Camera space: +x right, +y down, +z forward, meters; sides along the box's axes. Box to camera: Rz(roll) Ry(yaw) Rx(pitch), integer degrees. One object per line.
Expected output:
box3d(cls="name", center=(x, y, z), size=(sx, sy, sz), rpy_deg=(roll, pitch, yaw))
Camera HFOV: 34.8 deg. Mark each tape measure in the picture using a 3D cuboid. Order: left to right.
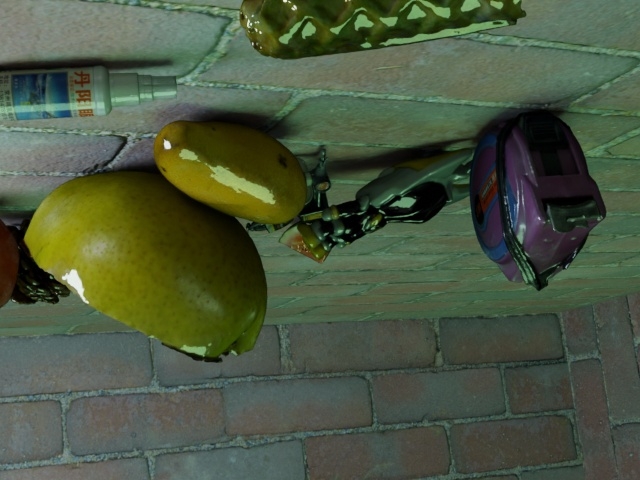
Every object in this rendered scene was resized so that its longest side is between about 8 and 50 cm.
box3d(cls="tape measure", center=(0.320, -0.058, 1.527), size=(0.149, 0.245, 0.231), rpy_deg=(-6, 152, -9))

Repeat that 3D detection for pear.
box3d(cls="pear", center=(-0.236, 0.004, 1.522), size=(0.386, 0.191, 0.340), rpy_deg=(30, -171, 18))

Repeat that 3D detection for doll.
box3d(cls="doll", center=(0.118, -0.060, 1.666), size=(0.316, 0.103, 0.145), rpy_deg=(-26, 131, 0))

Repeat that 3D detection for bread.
box3d(cls="bread", center=(0.055, -0.226, 0.962), size=(0.269, 0.098, 0.087), rpy_deg=(-8, 126, 8))

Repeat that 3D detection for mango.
box3d(cls="mango", center=(-0.124, -0.104, 1.411), size=(0.157, 0.109, 0.262), rpy_deg=(-7, 151, 40))

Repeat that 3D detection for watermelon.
box3d(cls="watermelon", center=(0.000, 0.000, 2.024), size=(0.125, 0.094, 0.135), rpy_deg=(-23, 165, 33))

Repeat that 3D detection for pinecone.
box3d(cls="pinecone", center=(-0.499, 0.038, 1.800), size=(0.195, 0.150, 0.179), rpy_deg=(-14, 166, 33))

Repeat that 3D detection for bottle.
box3d(cls="bottle", center=(-0.271, -0.169, 1.151), size=(0.217, 0.060, 0.060), rpy_deg=(-6, 169, -9))

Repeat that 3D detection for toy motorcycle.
box3d(cls="toy motorcycle", center=(-0.059, -0.077, 1.643), size=(0.157, 0.091, 0.263), rpy_deg=(-14, 170, -1))

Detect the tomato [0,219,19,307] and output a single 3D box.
box3d(cls="tomato", center=(-0.596, 0.041, 1.635), size=(0.184, 0.208, 0.208), rpy_deg=(-11, 168, 28))
